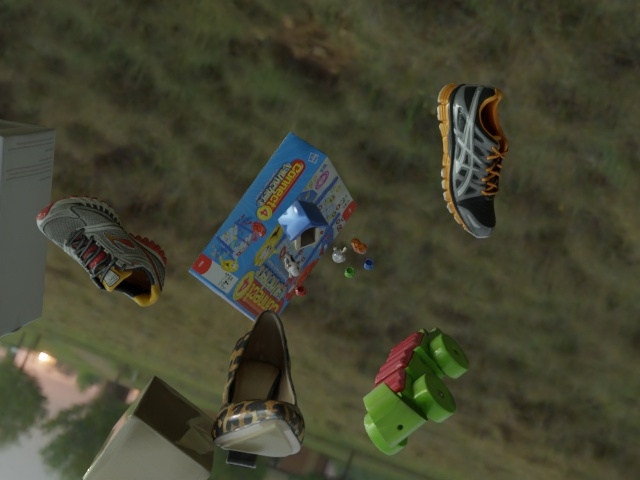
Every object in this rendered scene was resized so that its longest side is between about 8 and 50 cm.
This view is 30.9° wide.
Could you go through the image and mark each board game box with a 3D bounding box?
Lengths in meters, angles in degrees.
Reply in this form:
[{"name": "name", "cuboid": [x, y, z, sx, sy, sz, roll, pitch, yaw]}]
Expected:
[{"name": "board game box", "cuboid": [-0.077, -0.007, 2.120, 0.086, 0.302, 0.308, 33, 174, 18]}]

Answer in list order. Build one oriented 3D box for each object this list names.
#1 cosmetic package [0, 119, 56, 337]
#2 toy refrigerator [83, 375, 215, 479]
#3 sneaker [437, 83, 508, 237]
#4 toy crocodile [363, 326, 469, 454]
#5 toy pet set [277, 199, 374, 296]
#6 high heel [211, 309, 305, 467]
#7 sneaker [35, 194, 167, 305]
[{"name": "cosmetic package", "cuboid": [-0.613, -0.024, 2.146, 0.156, 0.385, 0.217, 11, -170, 12]}, {"name": "toy refrigerator", "cuboid": [-0.183, 0.234, 1.287, 0.102, 0.094, 0.269, 38, 180, -4]}, {"name": "sneaker", "cuboid": [0.214, -0.110, 1.571, 0.083, 0.215, 0.084, -6, -174, 35]}, {"name": "toy crocodile", "cuboid": [0.125, 0.195, 1.614, 0.105, 0.115, 0.340, 50, -158, -5]}, {"name": "toy pet set", "cuboid": [0.000, 0.000, 1.632, 0.114, 0.122, 0.065, 59, 162, 29]}, {"name": "high heel", "cuboid": [-0.061, 0.142, 1.265, 0.093, 0.186, 0.261, 12, 161, -9]}, {"name": "sneaker", "cuboid": [-0.301, 0.015, 1.635, 0.088, 0.093, 0.225, -38, 129, 24]}]
